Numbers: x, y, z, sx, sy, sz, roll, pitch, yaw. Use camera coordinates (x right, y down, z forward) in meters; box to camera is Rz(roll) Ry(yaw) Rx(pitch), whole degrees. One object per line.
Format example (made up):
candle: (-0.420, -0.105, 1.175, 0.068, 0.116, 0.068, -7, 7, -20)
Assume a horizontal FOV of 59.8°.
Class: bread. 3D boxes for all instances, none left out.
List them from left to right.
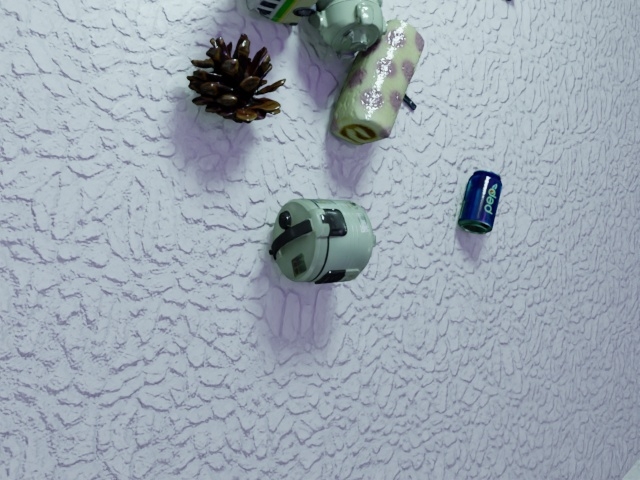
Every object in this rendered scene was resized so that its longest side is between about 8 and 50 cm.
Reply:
bread: (0.155, -0.442, 1.567, 0.155, 0.187, 0.338, 29, 73, -30)

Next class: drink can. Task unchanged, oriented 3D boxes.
drink can: (0.537, -0.129, 1.865, 0.118, 0.118, 0.204, 25, 75, -32)

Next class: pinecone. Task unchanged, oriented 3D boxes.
pinecone: (-0.197, -0.377, 1.306, 0.229, 0.202, 0.201, -2, 99, -15)

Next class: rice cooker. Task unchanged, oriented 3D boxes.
rice cooker: (0.000, 0.000, 1.419, 0.244, 0.226, 0.226, 2, 87, -35)

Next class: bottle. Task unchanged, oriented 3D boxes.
bottle: (0.075, -0.655, 1.489, 0.229, 0.229, 0.351, -1, 82, -35)

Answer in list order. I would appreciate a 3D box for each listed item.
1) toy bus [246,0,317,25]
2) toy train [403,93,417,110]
toy bus: (-0.078, -0.644, 1.343, 0.179, 0.305, 0.143, -4, 91, -23)
toy train: (0.271, -0.442, 1.749, 0.083, 0.017, 0.017, 37, 66, -29)
